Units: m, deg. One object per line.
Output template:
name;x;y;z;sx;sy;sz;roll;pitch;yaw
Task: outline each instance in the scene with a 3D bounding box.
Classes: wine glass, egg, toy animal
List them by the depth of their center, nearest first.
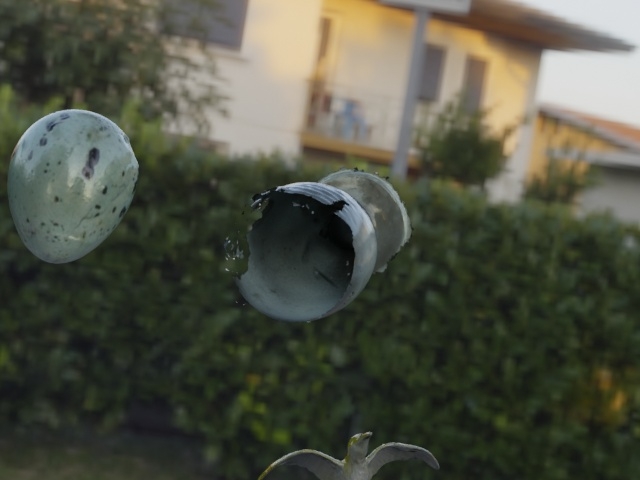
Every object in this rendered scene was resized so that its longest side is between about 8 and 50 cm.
egg;-0.248;-0.053;1.447;0.131;0.164;0.131;1;-26;1
toy animal;0.048;0.274;1.643;0.219;0.095;0.155;-2;-21;-15
wine glass;0.005;0.001;2.007;0.190;0.190;0.357;9;11;17
